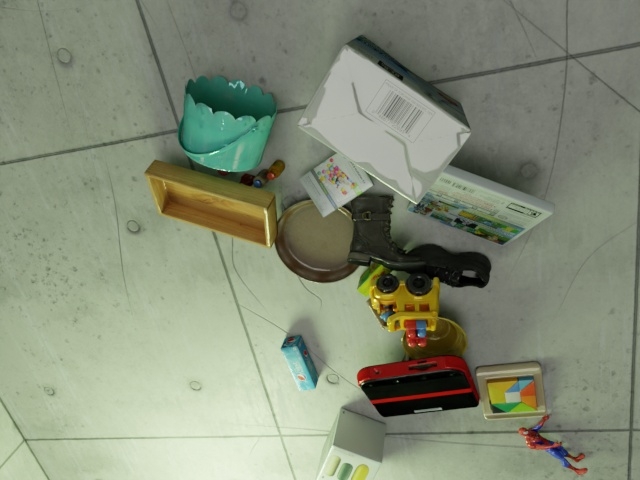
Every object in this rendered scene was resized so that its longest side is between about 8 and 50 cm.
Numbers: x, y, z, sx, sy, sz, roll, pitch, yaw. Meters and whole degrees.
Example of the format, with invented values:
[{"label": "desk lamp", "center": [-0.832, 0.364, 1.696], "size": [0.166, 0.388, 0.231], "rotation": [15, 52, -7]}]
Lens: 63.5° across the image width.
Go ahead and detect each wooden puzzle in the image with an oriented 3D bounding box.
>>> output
[{"label": "wooden puzzle", "center": [0.685, 0.549, 1.856], "size": [0.221, 0.044, 0.238], "rotation": [-10, 114, 17]}]

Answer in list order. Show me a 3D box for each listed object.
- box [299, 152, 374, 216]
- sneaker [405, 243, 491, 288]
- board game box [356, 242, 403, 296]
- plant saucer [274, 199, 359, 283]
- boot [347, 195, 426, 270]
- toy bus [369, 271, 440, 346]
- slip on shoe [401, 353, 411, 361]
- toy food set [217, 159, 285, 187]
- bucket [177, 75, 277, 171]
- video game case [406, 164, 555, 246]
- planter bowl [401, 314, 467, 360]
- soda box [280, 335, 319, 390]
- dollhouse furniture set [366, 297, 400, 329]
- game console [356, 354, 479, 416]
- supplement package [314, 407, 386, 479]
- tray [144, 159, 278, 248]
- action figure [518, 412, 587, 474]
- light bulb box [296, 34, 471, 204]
[{"label": "box", "center": [0.050, -0.180, 1.591], "size": [0.186, 0.038, 0.145], "rotation": [-32, 91, 14]}, {"label": "sneaker", "center": [0.396, 0.089, 1.637], "size": [0.287, 0.130, 0.108], "rotation": [4, 118, 11]}, {"label": "board game box", "center": [0.196, 0.096, 1.702], "size": [0.043, 0.092, 0.181], "rotation": [37, 118, -6]}, {"label": "plant saucer", "center": [0.000, 0.000, 1.720], "size": [0.311, 0.050, 0.310], "rotation": [5, 116, 9]}, {"label": "boot", "center": [0.202, -0.031, 1.590], "size": [0.263, 0.091, 0.228], "rotation": [8, 75, 1]}, {"label": "toy bus", "center": [0.260, 0.221, 1.600], "size": [0.221, 0.211, 0.149], "rotation": [-1, 150, 9]}, {"label": "slip on shoe", "center": [0.308, 0.452, 1.886], "size": [0.041, 0.051, 0.135], "rotation": [8, 124, 21]}, {"label": "toy food set", "center": [-0.240, -0.224, 1.625], "size": [0.233, 0.104, 0.111], "rotation": [20, 118, 1]}, {"label": "bucket", "center": [-0.270, -0.336, 1.490], "size": [0.282, 0.281, 0.183], "rotation": [19, 123, 2]}, {"label": "video game case", "center": [0.440, -0.094, 1.483], "size": [0.329, 0.036, 0.300], "rotation": [20, 161, 1]}, {"label": "planter bowl", "center": [0.389, 0.321, 1.774], "size": [0.218, 0.090, 0.217], "rotation": [5, 120, 9]}, {"label": "soda box", "center": [-0.077, 0.465, 1.959], "size": [0.071, 0.067, 0.209], "rotation": [-13, 113, 18]}, {"label": "dollhouse furniture set", "center": [0.271, 0.209, 1.715], "size": [0.151, 0.144, 0.123], "rotation": [-6, 121, 55]}, {"label": "game console", "center": [0.352, 0.531, 1.861], "size": [0.387, 0.060, 0.342], "rotation": [-13, 137, 19]}, {"label": "supplement package", "center": [0.116, 0.846, 2.035], "size": [0.200, 0.198, 0.262], "rotation": [20, 118, 2]}, {"label": "tray", "center": [-0.341, -0.116, 1.652], "size": [0.412, 0.076, 0.202], "rotation": [17, 145, 11]}, {"label": "action figure", "center": [0.865, 0.737, 1.888], "size": [0.281, 0.091, 0.139], "rotation": [27, 125, -4]}, {"label": "light bulb box", "center": [0.171, -0.328, 1.343], "size": [0.358, 0.361, 0.225], "rotation": [33, 116, -6]}]
